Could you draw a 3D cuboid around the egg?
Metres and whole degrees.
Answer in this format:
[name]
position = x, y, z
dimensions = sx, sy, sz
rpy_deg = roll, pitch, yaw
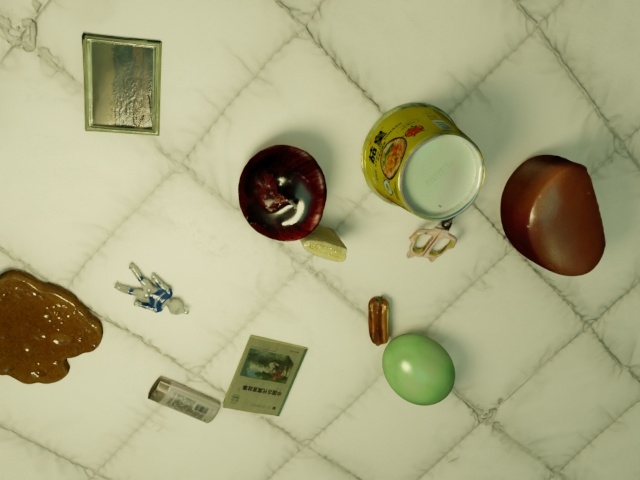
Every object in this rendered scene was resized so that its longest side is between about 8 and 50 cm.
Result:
[egg]
position = 0.326, 0.430, 1.948
dimensions = 0.270, 0.220, 0.220
rpy_deg = 41, 99, -15

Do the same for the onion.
[onion]
position = -0.114, -0.124, 1.599
dimensions = 0.273, 0.285, 0.272
rpy_deg = 4, 104, 14

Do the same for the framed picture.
[framed picture]
position = -0.521, -0.404, 1.531
dimensions = 0.197, 0.014, 0.252
rpy_deg = 2, 112, -13

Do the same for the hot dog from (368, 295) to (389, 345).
[hot dog]
position = 0.196, 0.265, 1.940
dimensions = 0.072, 0.055, 0.188
rpy_deg = 4, 109, 18

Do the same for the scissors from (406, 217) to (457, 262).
[scissors]
position = 0.375, -0.035, 1.792
dimensions = 0.160, 0.024, 0.317
rpy_deg = 11, 139, -15

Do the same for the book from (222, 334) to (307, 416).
[book]
position = -0.187, 0.459, 1.958
dimensions = 0.215, 0.025, 0.282
rpy_deg = 15, 107, -19

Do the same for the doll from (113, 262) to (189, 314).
[doll]
position = -0.499, 0.168, 1.754
dimensions = 0.227, 0.057, 0.114
rpy_deg = 36, 95, -14

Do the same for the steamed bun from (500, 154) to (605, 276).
[steamed bun]
position = 0.711, -0.063, 1.814
dimensions = 0.248, 0.235, 0.379
rpy_deg = -26, 115, -3

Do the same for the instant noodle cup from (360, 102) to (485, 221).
[instant noodle cup]
position = 0.303, -0.211, 1.657
dimensions = 0.326, 0.254, 0.325
rpy_deg = -5, 113, -11

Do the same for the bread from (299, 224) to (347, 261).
[bread]
position = 0.001, 0.000, 1.721
dimensions = 0.140, 0.178, 0.060
rpy_deg = 18, 104, -19

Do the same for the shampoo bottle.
[shampoo bottle]
position = -0.447, 0.526, 1.912
dimensions = 0.227, 0.056, 0.086
rpy_deg = 30, 105, -21

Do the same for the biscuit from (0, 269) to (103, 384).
[biscuit]
position = -0.841, 0.264, 1.710
dimensions = 0.381, 0.074, 0.358
rpy_deg = 10, 111, -18
